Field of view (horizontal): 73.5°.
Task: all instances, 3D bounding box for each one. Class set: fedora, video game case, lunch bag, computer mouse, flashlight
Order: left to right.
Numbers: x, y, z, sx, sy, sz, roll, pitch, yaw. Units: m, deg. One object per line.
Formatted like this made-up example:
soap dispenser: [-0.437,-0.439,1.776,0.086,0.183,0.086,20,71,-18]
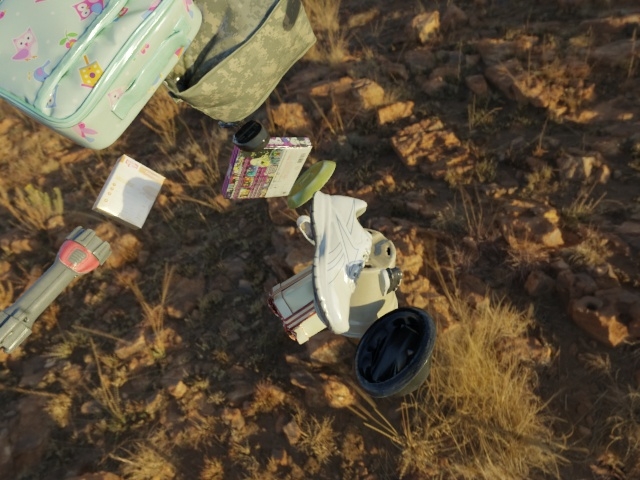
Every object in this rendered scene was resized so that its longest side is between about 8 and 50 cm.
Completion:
flashlight: [-0.613,0.106,0.967,0.103,0.103,0.304,15,55,21]
lunch bag: [-0.306,-0.277,0.580,0.224,0.108,0.279,30,83,15]
lunch bag: [-0.168,-0.371,0.830,0.169,0.235,0.287,43,98,5]
computer mouse: [-0.170,-0.239,0.949,0.071,0.041,0.242,-43,38,-2]
video game case: [-0.158,-0.203,1.225,0.210,0.232,0.042,-8,63,-27]
fedora: [0.267,0.387,1.420,0.334,0.152,0.334,-32,29,20]

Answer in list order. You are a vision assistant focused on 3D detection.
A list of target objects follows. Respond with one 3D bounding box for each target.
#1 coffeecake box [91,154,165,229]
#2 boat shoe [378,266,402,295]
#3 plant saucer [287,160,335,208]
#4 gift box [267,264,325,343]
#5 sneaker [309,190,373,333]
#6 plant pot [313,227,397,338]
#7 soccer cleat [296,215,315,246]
coffeecake box: [-0.597,-0.148,1.342,0.068,0.142,0.186,-4,61,49]
boat shoe: [0.133,0.076,0.822,0.038,0.125,0.046,-13,70,-1]
plant saucer: [-0.044,-0.218,1.600,0.241,0.037,0.241,-40,22,19]
gift box: [-0.080,0.276,1.874,0.258,0.255,0.276,-31,7,-1]
sneaker: [0.044,0.034,0.853,0.129,0.111,0.298,-1,72,-1]
plant pot: [0.147,0.136,1.589,0.333,0.306,0.334,3,44,-2]
soccer cleat: [0.000,0.000,1.337,0.068,0.196,0.076,-45,13,12]
